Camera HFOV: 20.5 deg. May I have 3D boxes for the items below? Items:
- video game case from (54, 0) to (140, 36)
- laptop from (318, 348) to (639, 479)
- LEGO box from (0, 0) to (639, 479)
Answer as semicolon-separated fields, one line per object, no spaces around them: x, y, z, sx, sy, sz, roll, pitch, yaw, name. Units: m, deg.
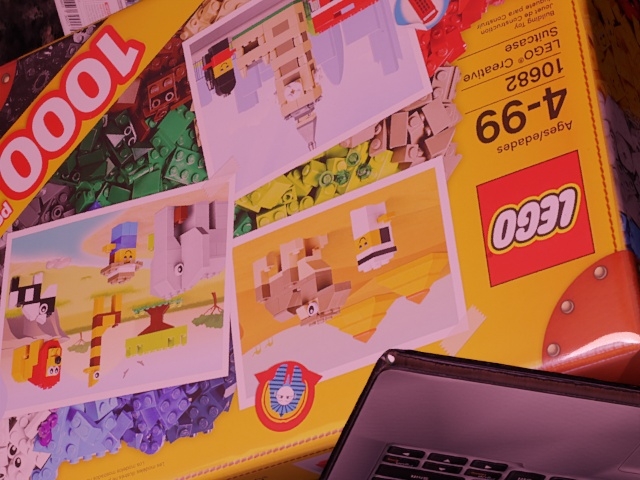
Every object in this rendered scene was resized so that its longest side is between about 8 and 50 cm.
-0.145;-0.261;1.426;0.210;0.042;0.232;1;117;35;video game case
0.175;0.270;1.027;0.408;0.382;0.236;110;168;-62;laptop
0.000;0.000;1.202;0.500;0.193;0.372;-21;60;27;LEGO box
